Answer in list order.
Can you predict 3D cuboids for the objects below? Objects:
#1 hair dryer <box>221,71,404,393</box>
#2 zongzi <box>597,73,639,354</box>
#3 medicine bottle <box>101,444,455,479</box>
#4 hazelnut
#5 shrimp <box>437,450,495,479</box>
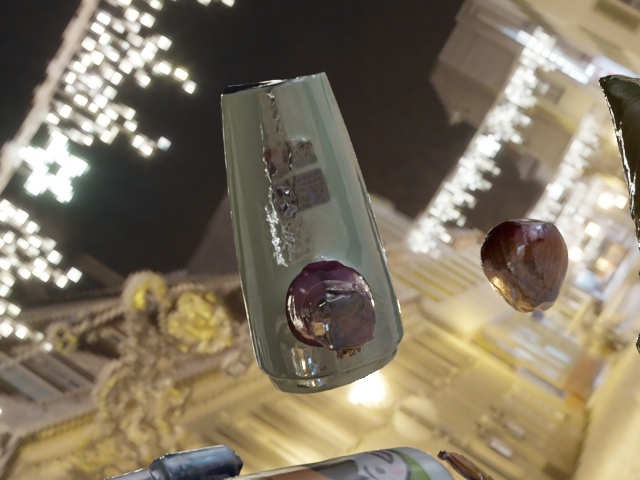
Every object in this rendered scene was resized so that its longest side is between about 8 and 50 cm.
[{"bbox_3d":[0.002,0.007,0.421,0.154,0.054,0.106,-124,21,-75],"label":"hair dryer"},{"bbox_3d":[0.352,0.008,0.922,0.360,0.323,0.160,-96,28,-59],"label":"zongzi"},{"bbox_3d":[-0.054,0.109,0.468,0.220,0.092,0.061,-4,-66,-40],"label":"medicine bottle"},{"bbox_3d":[0.176,0.022,1.161,0.086,0.086,0.086,-54,-13,-19],"label":"hazelnut"},{"bbox_3d":[0.065,0.189,0.932,0.025,0.127,0.091,145,129,-77],"label":"shrimp"}]
